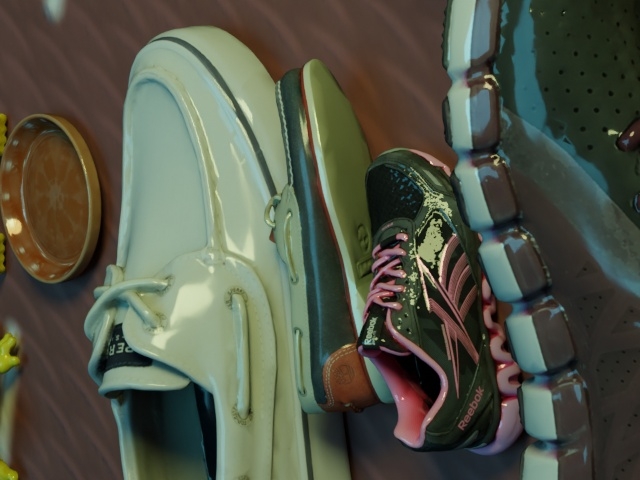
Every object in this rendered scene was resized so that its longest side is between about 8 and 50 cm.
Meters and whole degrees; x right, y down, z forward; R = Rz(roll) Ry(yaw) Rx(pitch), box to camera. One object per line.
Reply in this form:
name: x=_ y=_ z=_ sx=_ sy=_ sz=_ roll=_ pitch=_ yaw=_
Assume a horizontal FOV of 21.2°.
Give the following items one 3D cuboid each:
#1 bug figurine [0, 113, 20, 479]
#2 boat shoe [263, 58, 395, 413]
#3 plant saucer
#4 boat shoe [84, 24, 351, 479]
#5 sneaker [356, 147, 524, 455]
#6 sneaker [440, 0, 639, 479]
bug figurine: x=-0.245 y=0.024 z=0.934 sx=0.216 sy=0.072 sz=0.279 roll=9 pitch=103 yaw=48
boat shoe: x=0.000 y=0.000 z=0.660 sx=0.043 sy=0.049 sz=0.137 roll=-11 pitch=93 yaw=27
plant saucer: x=-0.131 y=-0.021 z=0.840 sx=0.083 sy=0.013 sz=0.084 roll=9 pitch=102 yaw=47
boat shoe: x=-0.053 y=0.045 z=0.703 sx=0.096 sy=0.088 sz=0.268 roll=-5 pitch=92 yaw=50
sneaker: x=0.035 y=0.023 z=0.623 sx=0.047 sy=0.057 sz=0.119 roll=-31 pitch=72 yaw=49
sneaker: x=0.134 y=0.023 z=0.488 sx=0.162 sy=0.106 sz=0.281 roll=4 pitch=109 yaw=44
